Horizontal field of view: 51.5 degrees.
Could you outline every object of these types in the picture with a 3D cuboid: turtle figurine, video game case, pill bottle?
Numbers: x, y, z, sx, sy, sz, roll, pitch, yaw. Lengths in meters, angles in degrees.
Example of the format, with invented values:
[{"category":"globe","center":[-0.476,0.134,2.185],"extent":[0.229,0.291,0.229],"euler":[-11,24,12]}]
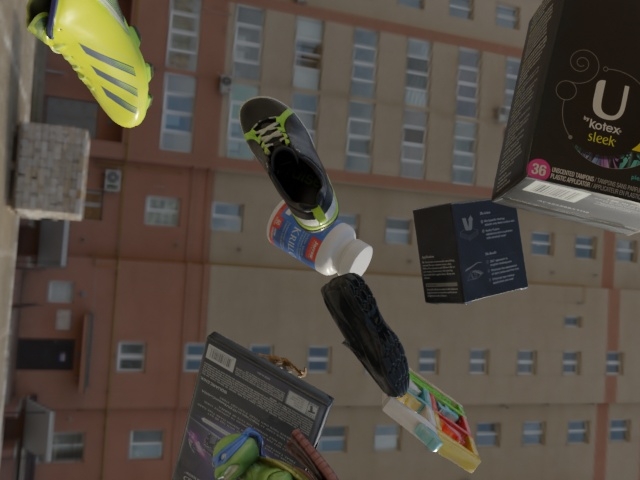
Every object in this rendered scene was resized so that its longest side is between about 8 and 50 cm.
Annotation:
[{"category":"turtle figurine","center":[-0.038,0.337,0.651],"extent":[0.198,0.266,0.275],"euler":[-48,-179,8]},{"category":"video game case","center":[-0.106,0.287,0.944],"extent":[0.026,0.196,0.274],"euler":[-33,144,-59]},{"category":"pill bottle","center":[0.000,0.000,1.466],"extent":[0.221,0.124,0.124],"euler":[29,-59,25]}]

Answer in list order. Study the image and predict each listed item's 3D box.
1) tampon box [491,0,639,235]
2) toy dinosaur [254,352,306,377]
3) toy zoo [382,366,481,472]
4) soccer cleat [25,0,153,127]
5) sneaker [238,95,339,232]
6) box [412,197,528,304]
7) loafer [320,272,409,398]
[{"category":"tampon box","center":[0.212,-0.100,0.497],"extent":[0.101,0.120,0.161],"euler":[88,15,-84]},{"category":"toy dinosaur","center":[-0.082,0.278,1.464],"extent":[0.112,0.211,0.064],"euler":[32,-94,36]},{"category":"toy zoo","center":[0.197,0.318,1.229],"extent":[0.030,0.192,0.293],"euler":[-54,-178,10]},{"category":"soccer cleat","center":[-0.264,-0.233,0.728],"extent":[0.093,0.121,0.289],"euler":[35,-31,24]},{"category":"sneaker","center":[-0.042,-0.118,0.892],"extent":[0.235,0.084,0.097],"euler":[57,-1,20]},{"category":"box","center":[0.245,0.014,1.084],"extent":[0.093,0.155,0.158],"euler":[-7,-89,55]},{"category":"loafer","center":[0.075,0.159,1.094],"extent":[0.078,0.076,0.223],"euler":[-26,-86,39]}]
